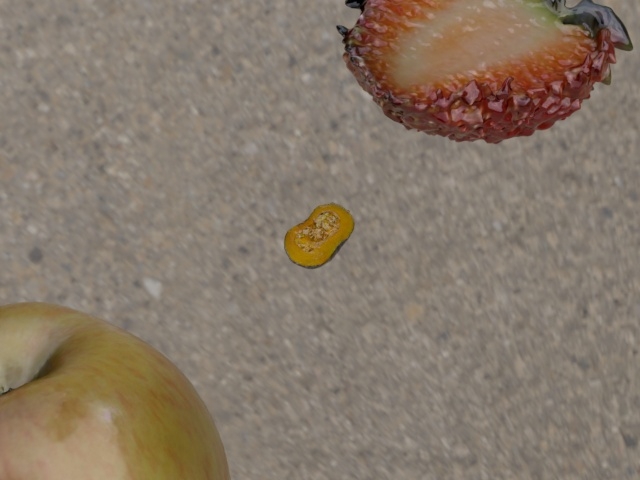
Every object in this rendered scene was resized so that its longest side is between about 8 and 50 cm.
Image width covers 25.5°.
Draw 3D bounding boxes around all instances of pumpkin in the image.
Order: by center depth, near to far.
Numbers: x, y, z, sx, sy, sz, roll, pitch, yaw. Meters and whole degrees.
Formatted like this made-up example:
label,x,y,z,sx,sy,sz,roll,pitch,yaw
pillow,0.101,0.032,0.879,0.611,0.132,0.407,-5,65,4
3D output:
label,x,y,z,sx,sy,sz,roll,pitch,yaw
pumpkin,-0.001,0.000,1.409,0.050,0.028,0.083,42,68,17

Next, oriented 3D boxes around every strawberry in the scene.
label,x,y,z,sx,sy,sz,roll,pitch,yaw
strawberry,0.123,-0.161,1.344,0.306,0.137,0.233,-25,51,-35

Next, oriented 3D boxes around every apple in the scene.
label,x,y,z,sx,sy,sz,roll,pitch,yaw
apple,-0.269,0.247,1.319,0.392,0.391,0.346,6,112,18
